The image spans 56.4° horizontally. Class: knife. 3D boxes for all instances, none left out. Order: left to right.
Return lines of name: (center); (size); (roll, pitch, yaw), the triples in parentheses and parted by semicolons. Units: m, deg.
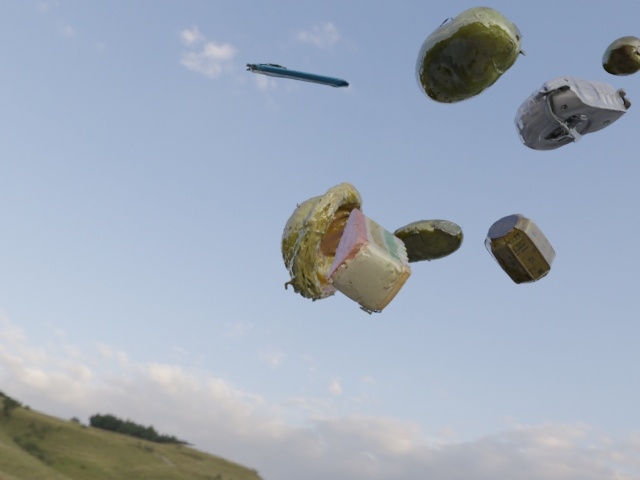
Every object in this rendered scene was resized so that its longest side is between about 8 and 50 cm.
knife: (-0.062, -0.406, 1.465); (0.296, 0.026, 0.044); (16, -11, 22)

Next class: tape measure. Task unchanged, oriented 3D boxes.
tape measure: (0.545, -0.284, 1.359); (0.236, 0.120, 0.197); (2, -29, -29)

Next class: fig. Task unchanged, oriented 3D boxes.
fig: (0.577, -0.350, 1.144); (0.073, 0.074, 0.088); (22, -9, -21)

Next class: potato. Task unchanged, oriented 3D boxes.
potato: (0.317, 0.000, 1.801); (0.251, 0.113, 0.149); (-20, -47, 33)
potato: (0.296, -0.379, 1.235); (0.169, 0.143, 0.248); (59, -34, 2)

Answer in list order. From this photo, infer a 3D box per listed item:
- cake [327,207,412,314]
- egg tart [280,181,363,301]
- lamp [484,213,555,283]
cake: (0.092, 0.010, 0.974); (0.109, 0.225, 0.090); (31, -57, -5)
egg tart: (0.000, 0.000, 1.819); (0.168, 0.388, 0.388); (21, -23, 26)
lamp: (0.577, 0.025, 1.729); (0.161, 0.161, 0.185); (-22, -66, 43)
